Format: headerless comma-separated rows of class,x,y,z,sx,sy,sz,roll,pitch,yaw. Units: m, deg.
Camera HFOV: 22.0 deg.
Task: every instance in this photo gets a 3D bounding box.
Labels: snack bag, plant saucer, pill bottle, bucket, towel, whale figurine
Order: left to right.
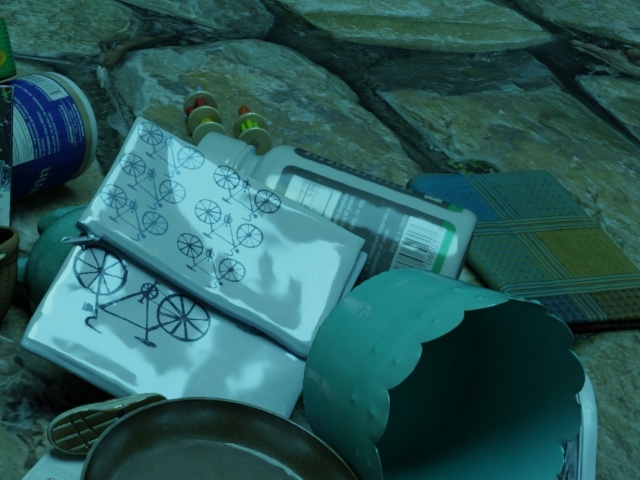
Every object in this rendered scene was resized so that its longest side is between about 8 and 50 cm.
pill bottle,-0.427,-0.121,2.126,0.153,0.153,0.264,32,33,25
whale figurine,-0.276,0.006,1.986,0.216,0.141,0.272,-10,29,-12
snack bag,-0.140,0.059,1.863,0.323,0.037,0.343,30,57,-6
plant saucer,-0.094,0.284,1.653,0.310,0.050,0.311,14,38,-11
pill bottle,0.000,0.000,2.086,0.361,0.204,0.204,21,29,6
bucket,0.128,0.168,1.789,0.281,0.281,0.183,-4,18,-32
towel,0.315,0.013,2.400,0.271,0.040,0.370,-3,36,-29

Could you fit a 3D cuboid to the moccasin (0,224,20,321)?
moccasin,-0.521,0.027,1.830,0.380,0.147,0.139,3,32,-23

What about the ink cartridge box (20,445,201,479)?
ink cartridge box,-0.225,0.263,1.700,0.145,0.045,0.179,24,39,12

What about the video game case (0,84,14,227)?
video game case,-0.483,-0.083,1.962,0.232,0.210,0.042,0,-1,-10

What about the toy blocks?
toy blocks,-0.143,-0.184,2.483,0.123,0.054,0.148,6,30,-17

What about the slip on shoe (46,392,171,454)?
slip on shoe,-0.225,0.190,1.729,0.135,0.051,0.041,-18,7,-27

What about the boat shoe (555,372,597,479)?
boat shoe,0.266,0.246,1.874,0.076,0.080,0.229,11,61,-8

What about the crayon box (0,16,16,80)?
crayon box,-0.547,-0.221,2.164,0.165,0.081,0.278,-16,6,-44
